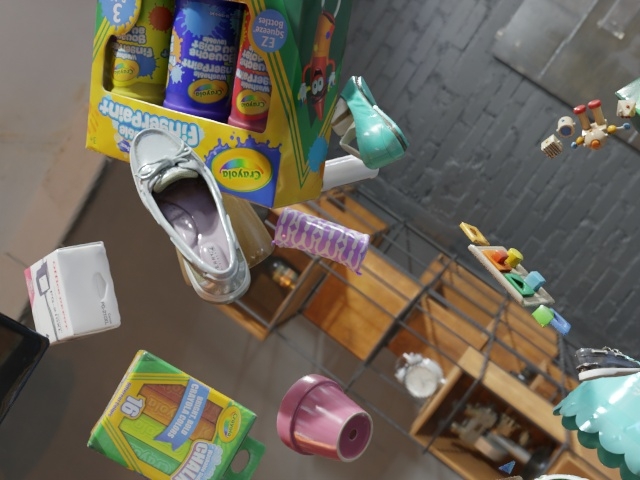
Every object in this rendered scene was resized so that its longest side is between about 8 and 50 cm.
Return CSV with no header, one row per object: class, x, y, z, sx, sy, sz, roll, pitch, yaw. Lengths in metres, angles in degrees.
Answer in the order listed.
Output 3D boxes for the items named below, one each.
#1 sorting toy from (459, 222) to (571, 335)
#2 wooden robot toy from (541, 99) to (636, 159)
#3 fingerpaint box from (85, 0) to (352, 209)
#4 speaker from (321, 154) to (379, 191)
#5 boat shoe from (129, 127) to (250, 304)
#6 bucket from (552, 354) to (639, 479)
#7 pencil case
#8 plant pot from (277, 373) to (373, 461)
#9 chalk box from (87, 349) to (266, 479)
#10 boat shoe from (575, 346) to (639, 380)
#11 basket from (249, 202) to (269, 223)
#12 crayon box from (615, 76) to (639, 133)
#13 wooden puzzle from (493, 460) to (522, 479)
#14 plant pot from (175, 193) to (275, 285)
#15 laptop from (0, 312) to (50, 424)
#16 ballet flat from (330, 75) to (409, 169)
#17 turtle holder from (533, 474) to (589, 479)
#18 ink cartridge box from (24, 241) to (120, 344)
sorting toy,0.437,0.068,1.682,0.196,0.348,0.047,6,-51,-53
wooden robot toy,0.462,-0.187,1.294,0.173,0.076,0.079,-20,27,30
fingerpaint box,-0.195,-0.295,1.321,0.163,0.444,0.371,-19,-56,-57
speaker,0.043,-0.132,1.427,0.136,0.055,0.055,-17,-30,-32
boat shoe,-0.200,-0.055,1.130,0.118,0.321,0.103,-22,-24,-14
bucket,0.646,0.382,1.549,0.183,0.281,0.281,-46,-11,-3
pencil case,0.000,0.000,1.548,0.086,0.206,0.088,-18,-54,-81
plant pot,0.022,0.456,1.862,0.201,0.180,0.202,-15,-68,-42
chalk box,-0.233,0.338,1.313,0.180,0.288,0.179,-62,10,-14
boat shoe,0.356,0.151,0.926,0.125,0.038,0.046,4,-23,-38
basket,-0.283,-0.085,2.043,0.204,0.154,0.226,-37,-21,29
crayon box,0.723,-0.273,1.246,0.362,0.106,0.313,-33,19,16
wooden puzzle,0.301,0.428,1.238,0.078,0.014,0.116,-26,42,26
plant pot,-0.262,-0.057,1.793,0.237,0.255,0.237,-19,17,6
laptop,-0.701,0.247,1.128,0.408,0.382,0.236,-45,21,33
ballet flat,0.060,-0.184,1.162,0.087,0.083,0.247,-31,33,6
turtle holder,0.605,0.711,1.944,0.243,0.320,0.228,-43,-48,-29
ink cartridge box,-0.505,0.114,1.513,0.100,0.172,0.237,-10,-6,-37
